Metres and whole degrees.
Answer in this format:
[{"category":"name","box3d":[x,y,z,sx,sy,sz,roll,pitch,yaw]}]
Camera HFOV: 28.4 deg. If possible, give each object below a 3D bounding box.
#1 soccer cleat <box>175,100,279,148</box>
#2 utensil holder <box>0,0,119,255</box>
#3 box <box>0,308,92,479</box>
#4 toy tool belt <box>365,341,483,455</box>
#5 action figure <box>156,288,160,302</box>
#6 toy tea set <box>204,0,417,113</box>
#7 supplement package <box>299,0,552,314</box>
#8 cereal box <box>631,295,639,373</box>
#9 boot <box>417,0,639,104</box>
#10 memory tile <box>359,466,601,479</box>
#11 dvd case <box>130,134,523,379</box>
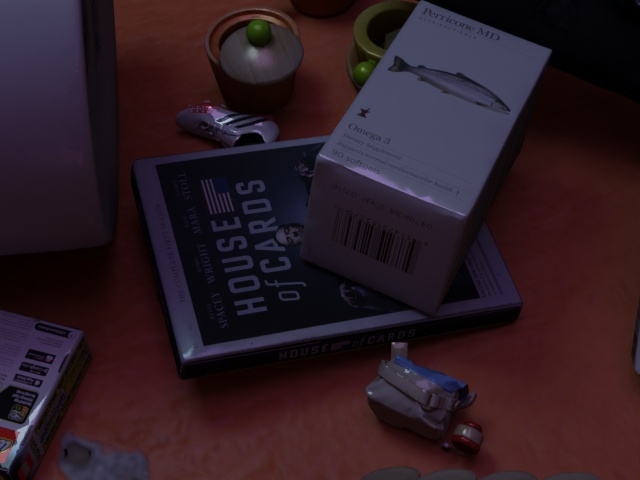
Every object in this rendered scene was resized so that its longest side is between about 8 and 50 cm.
[{"category":"soccer cleat","box3d":[-0.074,-0.086,0.980,0.083,0.029,0.036,8,50,4]},{"category":"utensil holder","box3d":[-0.338,-0.136,0.840,0.385,0.328,0.328,-2,53,-4]},{"category":"box","box3d":[-0.273,0.090,0.852,0.207,0.036,0.114,14,55,13]},{"category":"toy tool belt","box3d":[0.074,0.099,0.818,0.083,0.052,0.051,22,66,18]},{"category":"action figure","box3d":[-0.092,-0.005,0.919,0.038,0.030,0.115,11,51,-3]},{"category":"toy tea set","box3d":[0.042,-0.230,1.021,0.200,0.124,0.336,21,57,17]},{"category":"supplement package","box3d":[0.073,-0.060,0.861,0.105,0.105,0.179,22,51,11]},{"category":"cereal box","box3d":[0.301,-0.021,0.802,0.173,0.240,0.047,7,11,9]},{"category":"boot","box3d":[0.276,-0.260,0.850,0.445,0.367,0.146,30,17,7]},{"category":"memory tile","box3d":[0.064,0.146,0.662,0.148,0.012,0.113,-5,11,35]},{"category":"dvd case","box3d":[0.000,0.000,0.890,0.238,0.030,0.179,-8,53,-15]}]
